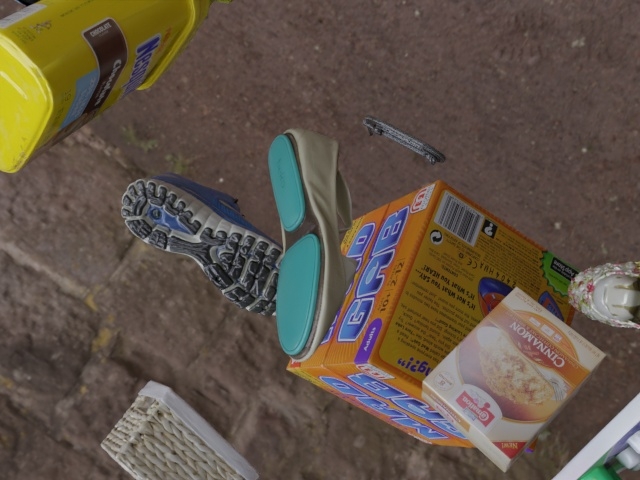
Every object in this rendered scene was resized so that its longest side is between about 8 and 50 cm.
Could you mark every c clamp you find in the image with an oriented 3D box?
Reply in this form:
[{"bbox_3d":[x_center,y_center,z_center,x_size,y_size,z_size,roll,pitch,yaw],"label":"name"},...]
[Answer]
[{"bbox_3d":[0.129,-0.157,1.165,0.161,0.022,0.137,31,-179,20],"label":"c clamp"}]

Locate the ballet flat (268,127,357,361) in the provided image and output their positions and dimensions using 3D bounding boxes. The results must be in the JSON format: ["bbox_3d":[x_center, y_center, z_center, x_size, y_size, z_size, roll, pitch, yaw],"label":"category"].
[{"bbox_3d":[0.000,0.000,0.754,0.086,0.248,0.086,-4,159,-1],"label":"ballet flat"}]

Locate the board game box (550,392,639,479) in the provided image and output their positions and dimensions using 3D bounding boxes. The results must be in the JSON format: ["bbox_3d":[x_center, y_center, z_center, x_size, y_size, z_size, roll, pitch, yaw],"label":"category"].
[{"bbox_3d":[0.354,0.036,0.468,0.050,0.390,0.390,55,146,30],"label":"board game box"}]

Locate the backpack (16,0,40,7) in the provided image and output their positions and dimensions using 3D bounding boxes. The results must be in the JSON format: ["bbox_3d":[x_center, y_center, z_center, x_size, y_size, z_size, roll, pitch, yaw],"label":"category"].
[{"bbox_3d":[-0.366,-0.368,0.992,0.173,0.117,0.158,13,-155,-43],"label":"backpack"}]

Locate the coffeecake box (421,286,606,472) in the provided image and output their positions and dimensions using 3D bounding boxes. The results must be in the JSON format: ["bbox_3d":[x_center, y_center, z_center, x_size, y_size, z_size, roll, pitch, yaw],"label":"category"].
[{"bbox_3d":[0.244,0.175,0.961,0.142,0.185,0.068,40,161,25],"label":"coffeecake box"}]

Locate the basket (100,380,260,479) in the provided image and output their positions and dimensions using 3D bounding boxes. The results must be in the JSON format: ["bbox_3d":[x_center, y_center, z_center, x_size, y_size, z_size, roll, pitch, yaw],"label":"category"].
[{"bbox_3d":[-0.178,0.269,0.932,0.167,0.103,0.113,49,157,-14],"label":"basket"}]

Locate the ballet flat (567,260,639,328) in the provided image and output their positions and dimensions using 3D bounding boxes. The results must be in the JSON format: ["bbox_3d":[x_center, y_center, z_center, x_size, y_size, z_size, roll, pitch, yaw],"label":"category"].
[{"bbox_3d":[0.410,0.073,0.915,0.241,0.091,0.077,7,180,40],"label":"ballet flat"}]

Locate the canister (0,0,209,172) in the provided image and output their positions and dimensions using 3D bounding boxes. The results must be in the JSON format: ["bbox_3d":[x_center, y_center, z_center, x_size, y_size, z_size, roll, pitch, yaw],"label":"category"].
[{"bbox_3d":[-0.170,-0.132,0.538,0.073,0.170,0.126,46,136,-8],"label":"canister"}]

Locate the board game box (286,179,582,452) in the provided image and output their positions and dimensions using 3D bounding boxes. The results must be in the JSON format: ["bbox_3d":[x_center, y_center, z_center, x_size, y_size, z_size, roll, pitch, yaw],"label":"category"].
[{"bbox_3d":[0.214,0.160,1.446,0.356,0.356,0.356,31,158,-16],"label":"board game box"}]

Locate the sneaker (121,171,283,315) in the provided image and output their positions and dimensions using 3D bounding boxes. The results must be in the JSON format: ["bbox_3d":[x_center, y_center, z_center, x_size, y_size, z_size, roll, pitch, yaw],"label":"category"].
[{"bbox_3d":[-0.142,-0.010,1.189,0.330,0.147,0.130,36,117,-4],"label":"sneaker"}]

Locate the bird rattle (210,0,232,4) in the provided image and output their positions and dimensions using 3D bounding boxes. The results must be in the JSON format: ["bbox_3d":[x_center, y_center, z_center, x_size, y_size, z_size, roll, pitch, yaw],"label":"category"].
[{"bbox_3d":[-0.184,-0.490,1.160,0.143,0.207,0.253,21,117,0],"label":"bird rattle"}]
